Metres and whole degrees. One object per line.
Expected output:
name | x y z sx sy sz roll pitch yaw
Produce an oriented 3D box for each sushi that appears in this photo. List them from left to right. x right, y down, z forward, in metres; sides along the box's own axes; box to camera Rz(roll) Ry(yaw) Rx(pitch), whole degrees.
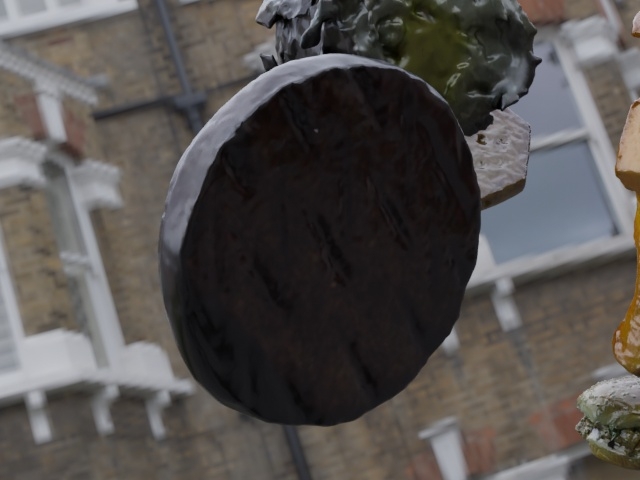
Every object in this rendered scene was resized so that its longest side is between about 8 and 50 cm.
sushi | 0.089 -0.257 2.051 0.281 0.299 0.294 -44 16 -16

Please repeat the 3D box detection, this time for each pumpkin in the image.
pumpkin | 0.321 -0.058 1.435 0.095 0.290 0.258 -2 18 28

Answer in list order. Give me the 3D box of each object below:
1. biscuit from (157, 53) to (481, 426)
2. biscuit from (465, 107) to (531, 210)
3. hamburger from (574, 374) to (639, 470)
biscuit | 0.000 0.000 1.671 0.407 0.407 0.091 -3 16 -38
biscuit | 0.155 -0.149 2.424 0.359 0.359 0.046 -12 -44 -19
hamburger | 0.511 0.267 2.431 0.215 0.122 0.189 -9 11 -10
